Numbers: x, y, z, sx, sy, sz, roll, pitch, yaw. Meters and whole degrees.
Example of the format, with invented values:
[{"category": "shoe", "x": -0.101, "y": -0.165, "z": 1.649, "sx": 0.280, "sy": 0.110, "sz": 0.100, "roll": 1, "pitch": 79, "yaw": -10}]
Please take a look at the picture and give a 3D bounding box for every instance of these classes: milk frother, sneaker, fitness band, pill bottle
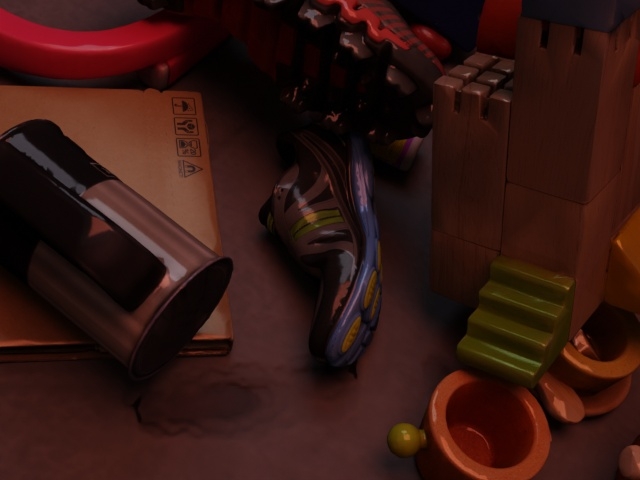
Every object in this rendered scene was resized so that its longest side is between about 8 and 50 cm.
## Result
[{"category": "milk frother", "x": -0.147, "y": 0.028, "z": 0.502, "sx": 0.134, "sy": 0.129, "sz": 0.143, "roll": 36, "pitch": 97, "yaw": 13}, {"category": "sneaker", "x": -0.016, "y": -0.173, "z": 0.632, "sx": 0.276, "sy": 0.098, "sz": 0.135, "roll": 36, "pitch": 55, "yaw": 14}, {"category": "sneaker", "x": 0.000, "y": 0.000, "z": 0.612, "sx": 0.078, "sy": 0.067, "sz": 0.188, "roll": -5, "pitch": 55, "yaw": 2}, {"category": "fitness band", "x": -0.158, "y": -0.218, "z": 0.727, "sx": 0.209, "sy": 0.054, "sz": 0.291, "roll": 30, "pitch": 51, "yaw": 10}, {"category": "pill bottle", "x": 0.035, "y": -0.086, "z": 0.689, "sx": 0.083, "sy": 0.043, "sz": 0.043, "roll": 26, "pitch": 51, "yaw": 3}]

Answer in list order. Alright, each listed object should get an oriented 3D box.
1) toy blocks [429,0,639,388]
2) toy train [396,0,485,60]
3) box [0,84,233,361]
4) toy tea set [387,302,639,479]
[{"category": "toy blocks", "x": 0.186, "y": -0.128, "z": 0.595, "sx": 0.190, "sy": 0.261, "sz": 0.381, "roll": 20, "pitch": 40, "yaw": 31}, {"category": "toy train", "x": 0.118, "y": -0.219, "z": 0.794, "sx": 0.248, "sy": 0.105, "sz": 0.143, "roll": 31, "pitch": 30, "yaw": -20}, {"category": "box", "x": -0.147, "y": -0.018, "z": 0.597, "sx": 0.164, "sy": 0.021, "sz": 0.201, "roll": -1, "pitch": 56, "yaw": -16}, {"category": "toy tea set", "x": 0.129, "y": 0.131, "z": 0.505, "sx": 0.336, "sy": 0.124, "sz": 0.200, "roll": -31, "pitch": 68, "yaw": -33}]
